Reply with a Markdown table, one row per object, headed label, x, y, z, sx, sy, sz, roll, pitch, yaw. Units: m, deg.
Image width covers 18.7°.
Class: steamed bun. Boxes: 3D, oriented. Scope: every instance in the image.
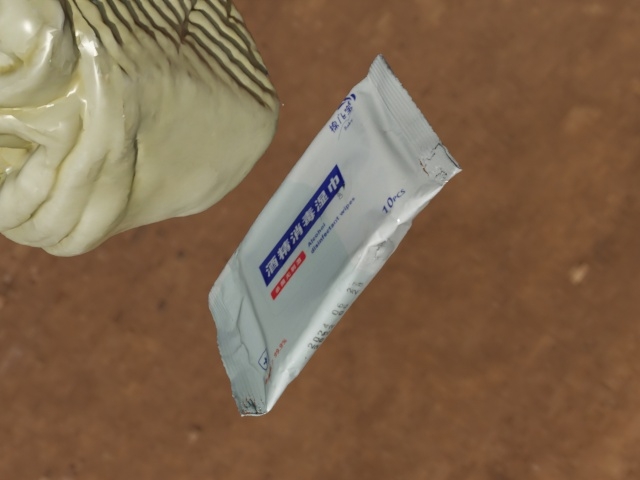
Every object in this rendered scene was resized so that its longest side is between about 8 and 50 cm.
| label | x | y | z | sx | sy | sz | roll | pitch | yaw |
| --- | --- | --- | --- | --- | --- | --- | --- | --- | --- |
| steamed bun | -0.184 | -0.126 | 1.005 | 0.203 | 0.289 | 0.276 | -30 | 51 | 22 |

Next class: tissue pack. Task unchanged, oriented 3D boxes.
| label | x | y | z | sx | sy | sz | roll | pitch | yaw |
| --- | --- | --- | --- | --- | --- | --- | --- | --- | --- |
| tissue pack | 0.000 | 0.000 | 1.101 | 0.193 | 0.026 | 0.122 | -52 | 36 | 19 |
